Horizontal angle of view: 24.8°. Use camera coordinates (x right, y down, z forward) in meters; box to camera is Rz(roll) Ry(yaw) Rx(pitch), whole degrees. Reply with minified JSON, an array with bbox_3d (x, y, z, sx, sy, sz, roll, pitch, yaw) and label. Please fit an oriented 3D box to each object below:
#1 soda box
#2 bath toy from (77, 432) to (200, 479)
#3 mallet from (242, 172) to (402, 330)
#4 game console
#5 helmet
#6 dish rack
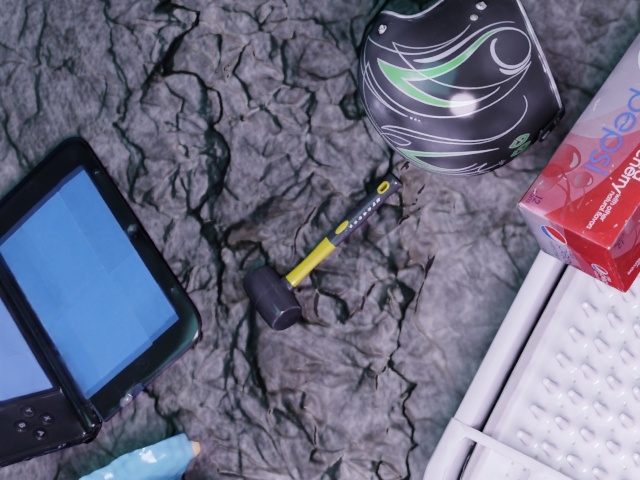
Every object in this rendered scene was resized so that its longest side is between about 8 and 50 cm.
[{"bbox_3d":[0.276,-0.094,1.191,0.092,0.083,0.263,29,77,32],"label":"soda box"},{"bbox_3d":[-0.112,0.354,1.354,0.348,0.129,0.151,55,142,26],"label":"bath toy"},{"bbox_3d":[0.000,0.000,1.409,0.190,0.039,0.062,-50,60,7],"label":"mallet"},{"bbox_3d":[-0.313,0.058,1.500,0.293,0.250,0.173,54,134,26],"label":"game console"},{"bbox_3d":[0.117,-0.138,1.291,0.161,0.169,0.169,-23,70,6],"label":"helmet"},{"bbox_3d":[0.268,0.142,1.181,0.285,0.072,0.333,24,83,33],"label":"dish rack"}]
